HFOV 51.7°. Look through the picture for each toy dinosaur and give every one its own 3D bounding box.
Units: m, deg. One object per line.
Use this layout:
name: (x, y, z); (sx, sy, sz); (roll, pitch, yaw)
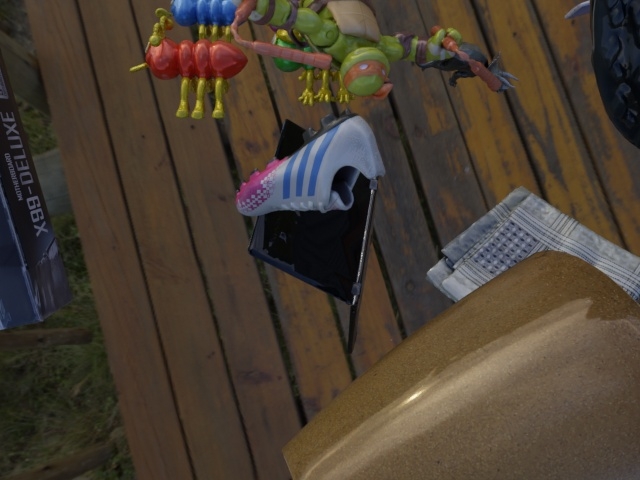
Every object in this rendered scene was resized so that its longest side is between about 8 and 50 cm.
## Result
toy dinosaur: (0.374, -0.486, 1.765); (0.160, 0.313, 0.121); (-9, 72, 50)

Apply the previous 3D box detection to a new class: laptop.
laptop: (0.000, 0.000, 1.582); (0.236, 0.408, 0.382); (9, 56, 6)

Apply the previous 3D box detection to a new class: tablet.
tablet: (0.286, -0.234, 0.642); (0.083, 0.054, 0.006); (-15, 94, 5)

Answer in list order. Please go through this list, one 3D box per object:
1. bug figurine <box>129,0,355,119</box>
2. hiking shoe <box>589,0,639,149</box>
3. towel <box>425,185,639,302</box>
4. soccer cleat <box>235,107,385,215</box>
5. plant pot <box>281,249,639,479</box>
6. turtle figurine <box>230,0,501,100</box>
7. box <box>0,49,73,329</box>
bug figurine: (-0.070, -0.207, 0.672); (0.216, 0.279, 0.072); (0, 122, -6)
hiking shoe: (0.262, -0.123, 0.471); (0.113, 0.304, 0.132); (-27, 47, 29)
towel: (0.403, 0.057, 1.220); (0.312, 0.056, 0.324); (-40, 58, -21)
soccer cleat: (-0.027, -0.091, 1.144); (0.331, 0.116, 0.143); (-32, 86, 43)
plant pot: (0.109, 0.162, 0.501); (0.254, 0.237, 0.237); (-21, 80, -11)
turtle figurine: (0.026, -0.201, 0.575); (0.269, 0.087, 0.218); (-1, 63, -31)
box: (-0.406, -0.021, 0.583); (0.307, 0.076, 0.243); (-11, 100, 5)
